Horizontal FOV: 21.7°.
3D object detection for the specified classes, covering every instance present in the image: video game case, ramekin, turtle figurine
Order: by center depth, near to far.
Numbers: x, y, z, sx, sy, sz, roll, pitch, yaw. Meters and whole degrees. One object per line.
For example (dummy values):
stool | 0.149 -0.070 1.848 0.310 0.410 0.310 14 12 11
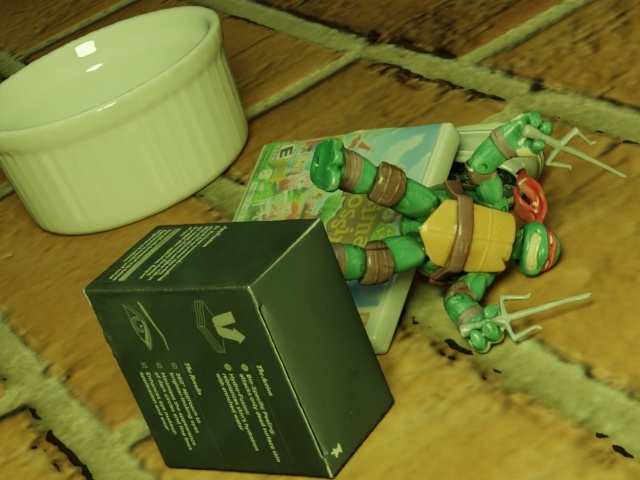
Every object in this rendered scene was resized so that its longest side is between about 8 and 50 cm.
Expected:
turtle figurine | 0.104 -0.003 1.222 0.234 0.175 0.118 6 -12 -17
video game case | 0.000 0.000 1.343 0.193 0.023 0.212 -4 51 36
ramekin | -0.209 -0.122 1.732 0.277 0.135 0.277 -19 24 9

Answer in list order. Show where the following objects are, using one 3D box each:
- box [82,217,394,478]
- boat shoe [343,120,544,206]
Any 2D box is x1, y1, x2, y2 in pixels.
box | -0.056 0.074 1.164 0.158 0.156 0.093 -2 30 39
boat shoe | 0.072 -0.049 1.402 0.227 0.079 0.081 -8 23 23
